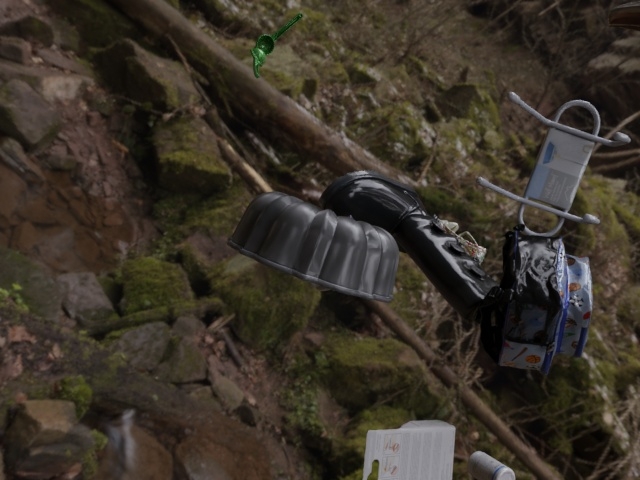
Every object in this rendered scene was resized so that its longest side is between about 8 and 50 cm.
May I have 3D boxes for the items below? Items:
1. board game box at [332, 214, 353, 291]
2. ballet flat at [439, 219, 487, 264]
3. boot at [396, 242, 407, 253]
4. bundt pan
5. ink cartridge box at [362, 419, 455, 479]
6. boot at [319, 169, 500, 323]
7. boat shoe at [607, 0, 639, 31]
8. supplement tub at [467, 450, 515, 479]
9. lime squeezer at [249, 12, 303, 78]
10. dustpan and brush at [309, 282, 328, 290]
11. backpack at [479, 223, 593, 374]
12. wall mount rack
[{"bbox_3d":[0.051,0.034,1.321,0.170,0.141,0.048,55,24,-32],"label":"board game box"},{"bbox_3d":[0.419,-0.008,1.694,0.241,0.077,0.091,46,-1,31],"label":"ballet flat"},{"bbox_3d":[0.276,-0.049,1.853,0.229,0.263,0.091,-39,129,-51],"label":"boot"},{"bbox_3d":[0.000,0.000,1.018,0.331,0.124,0.331,19,2,-1],"label":"bundt pan"},{"bbox_3d":[0.159,0.446,1.048,0.225,0.056,0.180,9,83,-29],"label":"ink cartridge box"},{"bbox_3d":[0.242,0.025,1.378,0.367,0.146,0.445,-1,48,-42],"label":"boot"},{"bbox_3d":[0.760,-0.428,1.117,0.123,0.325,0.116,-35,135,-47],"label":"boat shoe"},{"bbox_3d":[0.443,0.603,1.414,0.071,0.071,0.107,52,-17,-21],"label":"supplement tub"},{"bbox_3d":[-0.150,-0.541,1.554,0.310,0.110,0.058,-64,149,-34],"label":"lime squeezer"},{"bbox_3d":[0.019,0.055,1.223,0.147,0.211,0.060,48,37,-28],"label":"dustpan and brush"},{"bbox_3d":[0.455,0.143,1.156,0.276,0.213,0.263,-53,153,-47],"label":"backpack"},{"bbox_3d":[0.531,-0.185,1.276,0.304,0.349,0.130,19,4,1],"label":"wall mount rack"}]
